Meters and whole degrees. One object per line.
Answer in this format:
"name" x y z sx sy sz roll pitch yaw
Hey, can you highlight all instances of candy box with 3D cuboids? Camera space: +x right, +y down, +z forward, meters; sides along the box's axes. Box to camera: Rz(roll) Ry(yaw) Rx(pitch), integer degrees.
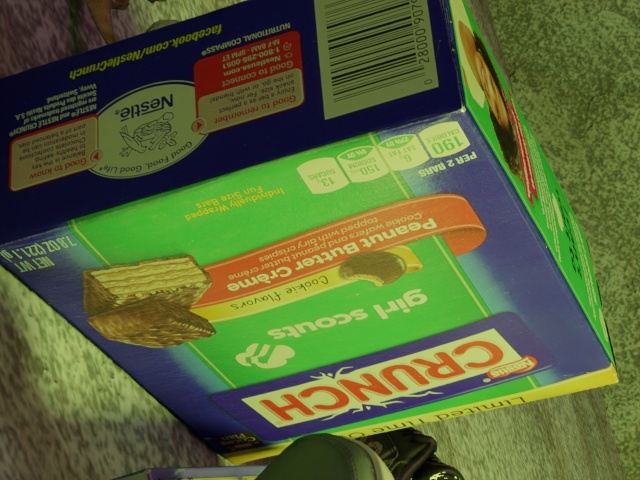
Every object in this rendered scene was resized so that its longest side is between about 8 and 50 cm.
"candy box" 0.000 0.000 1.009 0.317 0.268 0.122 50 29 -54

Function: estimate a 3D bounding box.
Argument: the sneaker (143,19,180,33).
"sneaker" -0.082 -0.041 1.167 0.086 0.085 0.237 -55 142 -28

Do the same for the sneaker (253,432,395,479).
"sneaker" -0.072 0.164 0.748 0.178 0.124 0.295 60 43 -36

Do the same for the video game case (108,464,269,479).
"video game case" -0.041 0.249 0.968 0.269 0.061 0.244 21 54 -71

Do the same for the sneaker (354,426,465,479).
"sneaker" 0.041 0.170 1.219 0.276 0.135 0.097 -85 151 -59

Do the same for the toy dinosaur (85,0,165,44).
"toy dinosaur" -0.148 -0.180 1.153 0.093 0.053 0.183 17 49 -52
